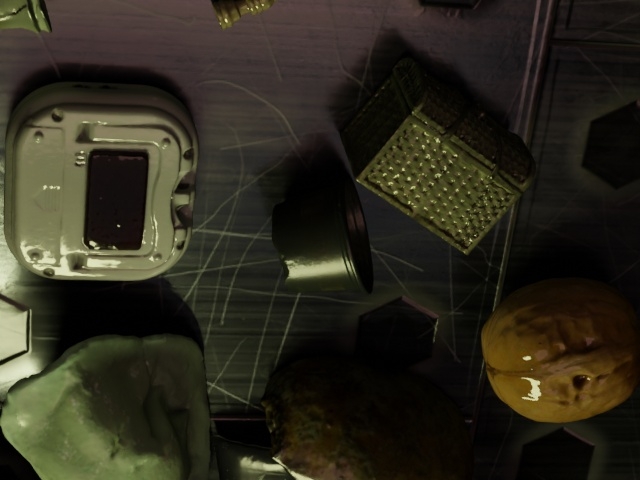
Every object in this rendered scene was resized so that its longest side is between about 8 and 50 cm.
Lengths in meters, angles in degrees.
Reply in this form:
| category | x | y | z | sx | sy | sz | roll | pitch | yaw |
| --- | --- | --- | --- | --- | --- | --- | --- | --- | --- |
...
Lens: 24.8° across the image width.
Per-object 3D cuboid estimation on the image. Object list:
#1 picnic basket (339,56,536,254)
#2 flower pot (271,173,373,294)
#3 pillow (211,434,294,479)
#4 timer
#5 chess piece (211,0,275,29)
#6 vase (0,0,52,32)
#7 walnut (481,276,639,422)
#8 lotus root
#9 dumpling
| category | x | y | z | sx | sy | sz | roll | pitch | yaw |
| --- | --- | --- | --- | --- | --- | --- | --- | --- | --- |
| picnic basket | 0.151 | -0.113 | 1.831 | 0.196 | 0.134 | 0.154 | 34 | 111 | -23 |
| flower pot | 0.000 | 0.000 | 1.864 | 0.106 | 0.157 | 0.157 | -9 | 120 | 10 |
| pillow | -0.082 | 0.363 | 2.070 | 0.141 | 0.055 | 0.208 | 8 | 129 | 15 |
| timer | -0.273 | -0.068 | 1.808 | 0.237 | 0.087 | 0.262 | 2 | 118 | -11 |
| chess piece | -0.083 | -0.287 | 1.755 | 0.092 | 0.035 | 0.035 | -22 | 119 | -2 |
| vase | -0.474 | -0.247 | 1.645 | 0.321 | 0.173 | 0.173 | -20 | 120 | -6 |
| walnut | 0.332 | 0.147 | 1.970 | 0.221 | 0.195 | 0.195 | -9 | 119 | 0 |
| lotus root | 0.081 | 0.274 | 2.010 | 0.314 | 0.210 | 0.142 | 22 | 124 | -34 |
| dumpling | -0.280 | 0.255 | 1.918 | 0.211 | 0.320 | 0.270 | 2 | 76 | 9 |
